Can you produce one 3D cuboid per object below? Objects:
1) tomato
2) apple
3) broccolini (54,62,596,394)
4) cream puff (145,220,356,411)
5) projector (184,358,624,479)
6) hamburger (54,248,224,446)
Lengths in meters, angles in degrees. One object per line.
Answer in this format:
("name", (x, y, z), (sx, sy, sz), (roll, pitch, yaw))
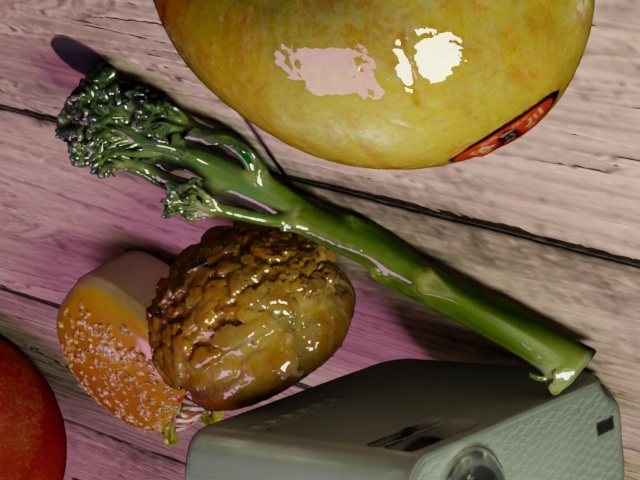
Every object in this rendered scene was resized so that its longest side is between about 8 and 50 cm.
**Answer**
("tomato", (-0.444, 0.233, 1.983), (0.293, 0.290, 0.325), (35, 157, -21))
("apple", (0.026, -0.112, 0.743), (0.182, 0.182, 0.155), (16, 171, 31))
("broccolini", (-0.001, 0.003, 1.178), (0.392, 0.074, 0.079), (29, 166, 4))
("cream puff", (-0.055, 0.047, 1.270), (0.165, 0.150, 0.115), (-28, 109, 24))
("projector", (0.064, 0.161, 1.224), (0.198, 0.108, 0.250), (0, -170, 40))
("hamburger", (-0.145, 0.095, 1.524), (0.173, 0.116, 0.210), (33, 159, -4))
